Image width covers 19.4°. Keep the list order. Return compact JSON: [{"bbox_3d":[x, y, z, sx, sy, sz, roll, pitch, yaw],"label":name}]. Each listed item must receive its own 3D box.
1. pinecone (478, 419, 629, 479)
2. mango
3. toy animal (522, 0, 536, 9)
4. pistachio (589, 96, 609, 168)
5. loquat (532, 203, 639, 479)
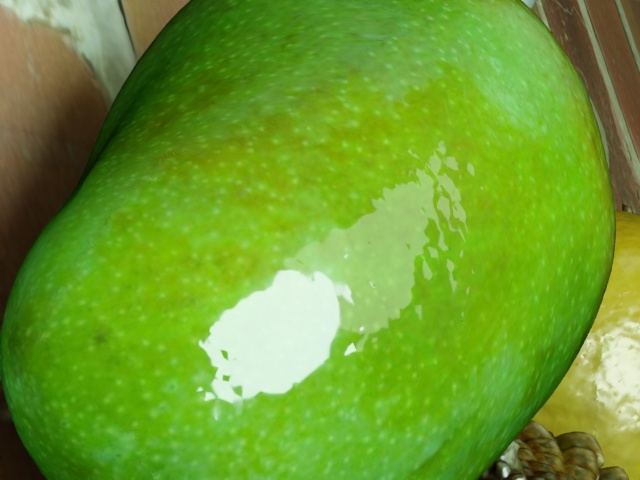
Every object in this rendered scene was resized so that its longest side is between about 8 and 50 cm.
[{"bbox_3d":[0.075,0.161,0.851,0.173,0.173,0.173,53,24,-37],"label":"pinecone"},{"bbox_3d":[0.000,0.000,0.747,0.382,0.201,0.225,-35,117,-59],"label":"mango"},{"bbox_3d":[0.125,-0.194,1.244,0.104,0.221,0.131,-20,90,-66],"label":"toy animal"},{"bbox_3d":[0.106,-0.038,1.141,0.215,0.144,0.144,-45,113,-51],"label":"pistachio"},{"bbox_3d":[0.140,0.081,0.996,0.208,0.208,0.208,53,24,-37],"label":"loquat"}]
